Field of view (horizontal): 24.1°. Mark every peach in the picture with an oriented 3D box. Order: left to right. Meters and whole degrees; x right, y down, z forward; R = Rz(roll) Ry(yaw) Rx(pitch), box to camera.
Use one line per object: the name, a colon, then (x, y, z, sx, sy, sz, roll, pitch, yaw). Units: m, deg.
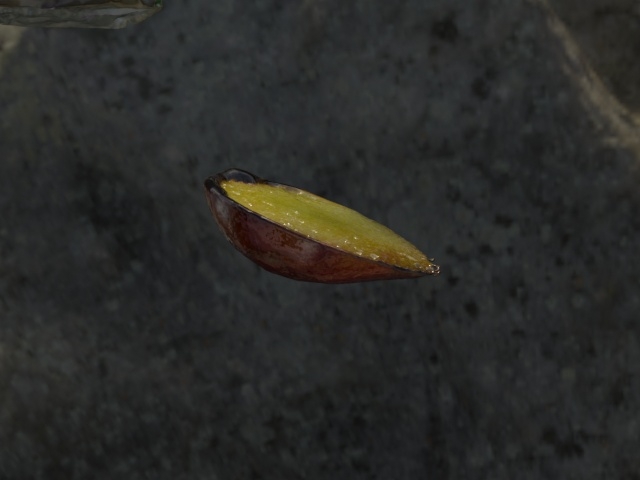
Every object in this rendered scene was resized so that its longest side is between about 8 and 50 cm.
peach: (-0.002, 0.003, 1.603, 0.279, 0.068, 0.189, 27, 21, 24)

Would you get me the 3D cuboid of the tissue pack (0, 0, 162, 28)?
tissue pack: (-0.181, -0.227, 0.814, 0.186, 0.090, 0.222, -4, 88, -15)
